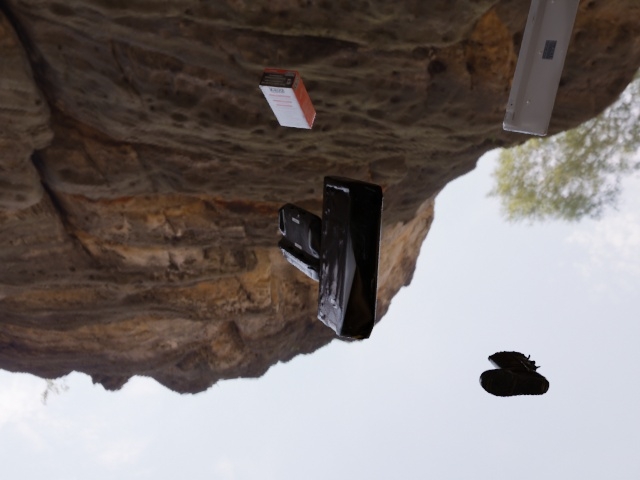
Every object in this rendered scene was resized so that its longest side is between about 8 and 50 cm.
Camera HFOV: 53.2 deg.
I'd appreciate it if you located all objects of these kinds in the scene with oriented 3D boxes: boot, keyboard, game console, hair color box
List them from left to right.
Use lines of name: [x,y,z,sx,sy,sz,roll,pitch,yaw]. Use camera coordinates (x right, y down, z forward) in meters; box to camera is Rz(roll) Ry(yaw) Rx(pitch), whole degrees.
hair color box: [-0.063,-0.280,1.269,0.072,0.141,0.043,10,-109,18]
game console: [0.000,0.000,0.985,0.044,0.361,0.213,-1,-79,-21]
boot: [0.298,0.209,1.028,0.121,0.099,0.045,5,-75,-9]
keyboard: [0.343,-0.293,0.982,0.072,0.014,0.255,17,-78,32]
